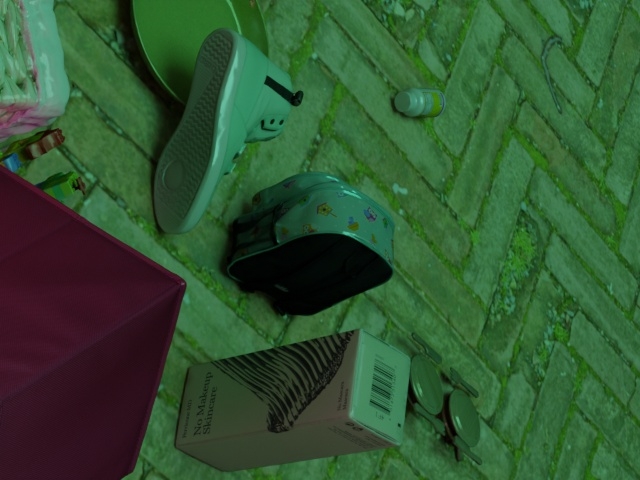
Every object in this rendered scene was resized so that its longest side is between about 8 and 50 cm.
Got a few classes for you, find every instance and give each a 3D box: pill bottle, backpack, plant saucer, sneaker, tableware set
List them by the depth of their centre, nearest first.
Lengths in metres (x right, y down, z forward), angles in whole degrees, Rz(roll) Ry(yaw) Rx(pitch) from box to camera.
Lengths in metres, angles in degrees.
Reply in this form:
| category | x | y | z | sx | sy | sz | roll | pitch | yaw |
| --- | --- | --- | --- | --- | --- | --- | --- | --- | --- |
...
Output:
| category | x | y | z | sx | sy | sz | roll | pitch | yaw |
| --- | --- | --- | --- | --- | --- | --- | --- | --- | --- |
| sneaker | -0.105 | -0.114 | 1.889 | 0.151 | 0.094 | 0.256 | 25 | 81 | -49 |
| backpack | 0.000 | 0.000 | 1.937 | 0.166 | 0.188 | 0.144 | 37 | 52 | -37 |
| plant saucer | -0.159 | -0.266 | 1.955 | 0.241 | 0.037 | 0.241 | 20 | 63 | -45 |
| tableware set | 0.165 | 0.231 | 2.181 | 0.194 | 0.039 | 0.128 | 43 | 36 | -41 |
| pill bottle | 0.146 | -0.205 | 2.295 | 0.083 | 0.043 | 0.043 | -3 | 80 | -50 |

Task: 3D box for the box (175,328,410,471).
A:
| category | x | y | z | sx | sy | sz | roll | pitch | yaw |
| --- | --- | --- | --- | --- | --- | --- | --- | --- | --- |
| box | -0.034 | 0.186 | 1.765 | 0.094 | 0.275 | 0.113 | 33 | 54 | -40 |

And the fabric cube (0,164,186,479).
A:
| category | x | y | z | sx | sy | sz | roll | pitch | yaw |
| --- | --- | --- | --- | --- | --- | --- | --- | --- | --- |
| fabric cube | -0.317 | 0.119 | 1.388 | 0.258 | 0.259 | 0.254 | -37 | 151 | -50 |

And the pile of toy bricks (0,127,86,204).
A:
| category | x | y | z | sx | sy | sz | roll | pitch | yaw |
| --- | --- | --- | --- | --- | --- | --- | --- | --- | --- |
| pile of toy bricks | -0.291 | -0.046 | 1.604 | 0.212 | 0.105 | 0.118 | -86 | 154 | -71 |

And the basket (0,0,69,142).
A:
| category | x | y | z | sx | sy | sz | roll | pitch | yaw |
| --- | --- | --- | --- | --- | --- | --- | --- | --- | --- |
| basket | -0.441 | -0.225 | 1.372 | 0.266 | 0.331 | 0.328 | -8 | 84 | -49 |
